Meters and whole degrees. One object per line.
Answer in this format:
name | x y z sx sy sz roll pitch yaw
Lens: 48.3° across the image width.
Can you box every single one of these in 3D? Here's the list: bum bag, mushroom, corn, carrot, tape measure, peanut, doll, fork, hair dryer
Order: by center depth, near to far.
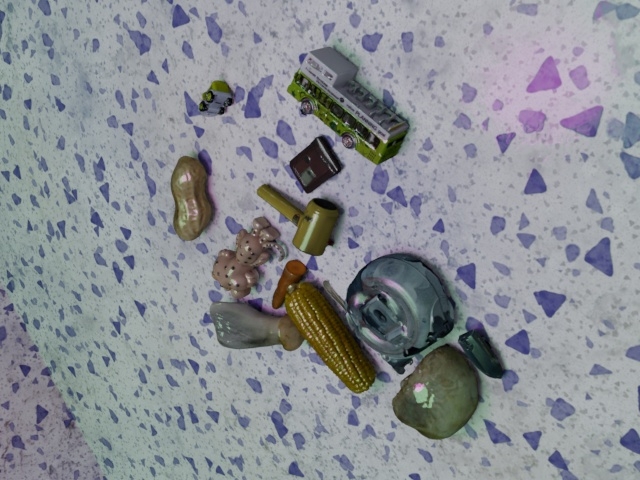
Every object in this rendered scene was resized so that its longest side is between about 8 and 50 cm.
tape measure | 0.193 0.173 1.785 0.275 0.147 0.256 52 133 8
mushroom | 0.282 0.413 1.808 0.189 0.164 0.267 46 132 16
bum bag | -0.016 -0.197 1.882 0.159 0.026 0.109 -32 87 50
hair dryer | -0.073 -0.086 1.940 0.279 0.090 0.134 38 118 34
fork | 0.079 0.196 1.979 0.219 0.034 0.028 53 160 11
corn | 0.022 0.269 1.997 0.363 0.120 0.120 53 134 7
carrot | -0.105 0.141 2.097 0.061 0.061 0.209 45 136 16
doll | -0.217 0.055 2.120 0.154 0.119 0.278 52 124 8
mushroom | -0.195 0.263 2.177 0.329 0.122 0.159 -2 134 40
peanut | -0.395 -0.125 2.180 0.125 0.111 0.274 15 119 31

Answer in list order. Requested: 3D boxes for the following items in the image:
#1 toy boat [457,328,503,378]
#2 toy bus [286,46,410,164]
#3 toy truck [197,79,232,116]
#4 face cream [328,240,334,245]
toy boat | 0.393 0.280 1.725 0.141 0.060 0.055 53 134 -1
toy bus | 0.069 -0.319 1.693 0.302 0.113 0.139 42 131 15
toy truck | -0.301 -0.398 2.004 0.111 0.076 0.076 -36 60 42
face cream | 0.000 0.000 1.958 0.083 0.021 0.040 15 117 35
